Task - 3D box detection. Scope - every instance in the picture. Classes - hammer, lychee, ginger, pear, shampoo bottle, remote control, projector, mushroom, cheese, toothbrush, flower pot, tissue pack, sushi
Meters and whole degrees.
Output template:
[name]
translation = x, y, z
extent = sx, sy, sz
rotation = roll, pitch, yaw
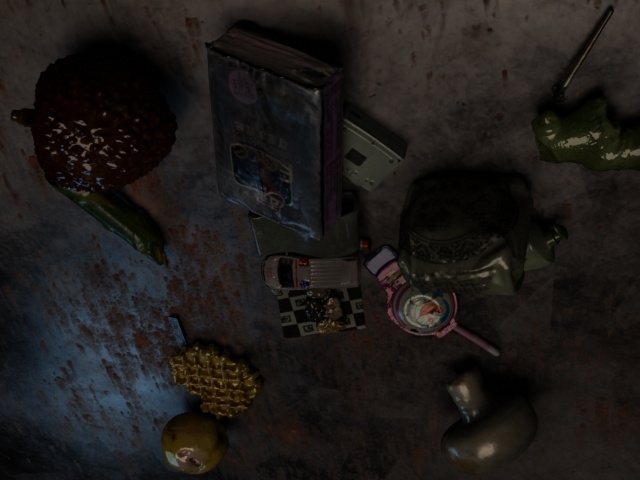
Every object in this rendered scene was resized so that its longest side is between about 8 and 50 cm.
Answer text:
[hammer]
translation = 0.442, -0.309, 1.538
extent = 0.017, 0.062, 0.182
rotation = 22, 126, -5
[lychee]
translation = -0.422, -0.215, 1.712
extent = 0.304, 0.275, 0.275
rotation = 2, 134, -11
[ginger]
translation = 0.516, -0.183, 1.605
extent = 0.290, 0.089, 0.137
rotation = 11, 114, 11
[pear]
translation = -0.330, 0.535, 2.418
extent = 0.178, 0.178, 0.178
rotation = 8, 132, 9
[shampoo bottle]
translation = 0.386, 0.028, 1.820
extent = 0.234, 0.087, 0.118
rotation = -27, 139, 33
[remote control]
translation = -0.350, 0.218, 2.246
extent = 0.034, 0.016, 0.091
rotation = 12, 134, 27
[projector]
translation = 0.074, -0.173, 1.752
extent = 0.147, 0.061, 0.115
rotation = 33, 133, -13
[mushroom]
translation = 0.367, 0.408, 2.095
extent = 0.244, 0.243, 0.243
rotation = 8, 132, 9
[cheese]
translation = 0.196, 0.115, 1.962
extent = 0.155, 0.062, 0.244
rotation = -39, 101, 21
[toothbrush]
translation = 0.286, 0.183, 2.035
extent = 0.286, 0.020, 0.025
rotation = 31, 125, -12
[flower pot]
translation = -0.029, -0.036, 1.873
extent = 0.229, 0.103, 0.108
rotation = 3, 132, 12
[tissue pack]
translation = -0.077, -0.194, 1.691
extent = 0.259, 0.122, 0.361
rotation = 27, 139, 24
[sushi]
translation = 0.000, 0.152, 2.034
extent = 0.192, 0.050, 0.215
rotation = -7, 130, 2

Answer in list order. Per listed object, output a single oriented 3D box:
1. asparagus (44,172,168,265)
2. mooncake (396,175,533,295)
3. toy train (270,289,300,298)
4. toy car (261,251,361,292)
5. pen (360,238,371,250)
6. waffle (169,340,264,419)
[asparagus]
translation = -0.446, -0.055, 1.989
extent = 0.085, 0.082, 0.343
rotation = -34, 116, 32
[mooncake]
translation = 0.265, -0.014, 1.710
extent = 0.255, 0.250, 0.136
rotation = -5, 131, 21
[toy train]
translation = -0.078, 0.067, 2.022
extent = 0.071, 0.038, 0.148
rotation = 4, 131, 9
[toy car]
translation = -0.019, 0.065, 1.917
extent = 0.210, 0.108, 0.089
rotation = -1, 96, -5
[pen]
translation = 0.000, 0.000, 1.950
extent = 0.218, 0.026, 0.026
rotation = 5, 132, 12
[waffle]
translation = -0.275, 0.356, 2.321
extent = 0.253, 0.056, 0.249
rotation = 29, 131, -13
